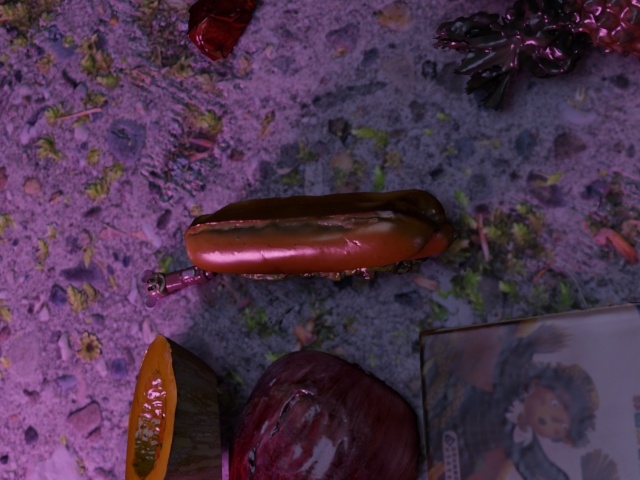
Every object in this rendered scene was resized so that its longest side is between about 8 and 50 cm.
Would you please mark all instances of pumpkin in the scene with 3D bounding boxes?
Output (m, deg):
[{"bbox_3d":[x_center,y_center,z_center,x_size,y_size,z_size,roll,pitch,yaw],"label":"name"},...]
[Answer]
[{"bbox_3d":[-0.163,0.227,1.596,0.110,0.217,0.217,11,83,-14],"label":"pumpkin"}]

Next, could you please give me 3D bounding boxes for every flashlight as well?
[{"bbox_3d":[-0.182,0.050,1.693,0.110,0.031,0.052,-16,72,23],"label":"flashlight"}]

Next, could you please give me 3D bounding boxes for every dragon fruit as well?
[{"bbox_3d":[-0.123,-0.309,1.719,0.131,0.063,0.097,-39,66,14],"label":"dragon fruit"}]

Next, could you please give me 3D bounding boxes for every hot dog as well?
[{"bbox_3d":[0.000,0.000,1.562,0.337,0.135,0.100,-2,100,26],"label":"hot dog"}]

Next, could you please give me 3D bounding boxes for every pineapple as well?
[{"bbox_3d":[0.296,-0.260,1.451,0.361,0.175,0.175,-14,74,27],"label":"pineapple"}]

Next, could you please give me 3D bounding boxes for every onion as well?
[{"bbox_3d":[-0.022,0.269,1.523,0.227,0.120,0.283,20,89,33],"label":"onion"}]

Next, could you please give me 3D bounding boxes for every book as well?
[{"bbox_3d":[0.315,0.218,1.410,0.428,0.039,0.300,-10,75,25],"label":"book"}]
